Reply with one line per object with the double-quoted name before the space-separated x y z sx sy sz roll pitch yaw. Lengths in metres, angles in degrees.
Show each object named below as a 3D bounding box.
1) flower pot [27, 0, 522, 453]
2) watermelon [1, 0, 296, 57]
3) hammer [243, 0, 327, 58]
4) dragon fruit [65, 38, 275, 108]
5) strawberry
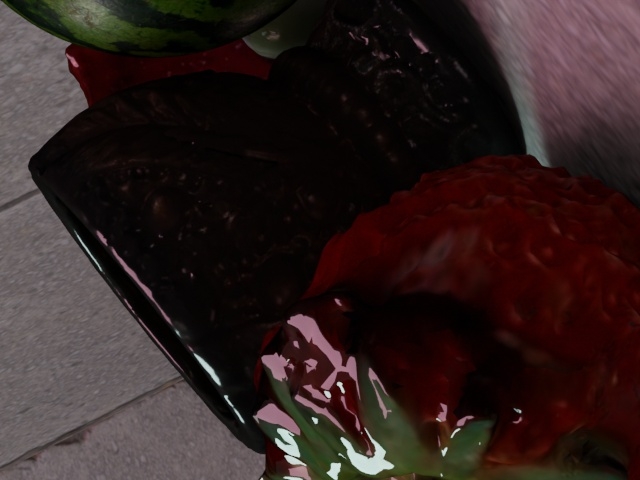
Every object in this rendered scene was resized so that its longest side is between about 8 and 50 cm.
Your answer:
"flower pot" -0.019 -0.032 1.333 0.266 0.267 0.266 50 172 10
"watermelon" -0.108 -0.259 1.239 0.285 0.285 0.285 61 172 15
"hammer" -0.025 -0.201 1.565 0.206 0.119 0.335 62 179 21
"dragon fruit" -0.104 -0.199 1.901 0.302 0.240 0.330 43 -136 -79
"strawberry" 0.120 0.085 1.113 0.291 0.310 0.292 28 135 31
